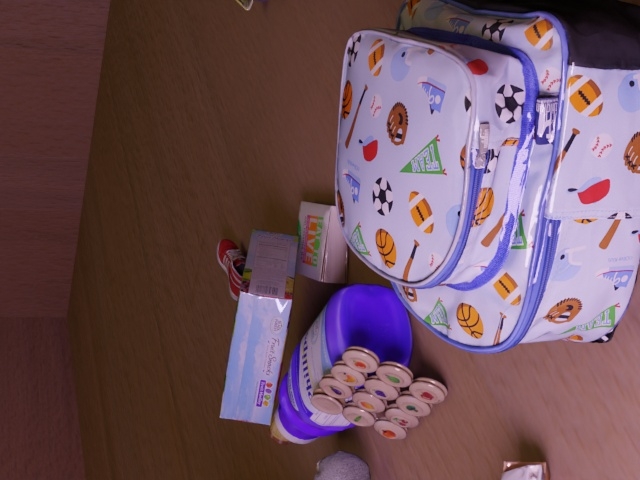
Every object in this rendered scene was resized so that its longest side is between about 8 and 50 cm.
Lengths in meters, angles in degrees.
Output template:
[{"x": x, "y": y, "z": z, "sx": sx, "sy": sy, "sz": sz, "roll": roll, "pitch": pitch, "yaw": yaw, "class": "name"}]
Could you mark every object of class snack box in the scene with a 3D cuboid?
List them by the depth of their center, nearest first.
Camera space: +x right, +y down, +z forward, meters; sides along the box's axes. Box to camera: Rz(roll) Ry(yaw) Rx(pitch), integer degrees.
[{"x": -0.074, "y": 0.103, "z": 1.519, "sx": 0.207, "sy": 0.070, "sz": 0.174, "roll": -90, "pitch": 10, "yaw": -67, "class": "snack box"}]

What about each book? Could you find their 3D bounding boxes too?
[{"x": 0.000, "y": 0.000, "z": 1.542, "sx": 0.144, "sy": 0.035, "sz": 0.096, "roll": -168, "pitch": 83, "yaw": -74, "class": "book"}]

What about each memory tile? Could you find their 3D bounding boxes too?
[{"x": 0.056, "y": 0.159, "z": 1.240, "sx": 0.012, "sy": 0.113, "sz": 0.148, "roll": -67, "pitch": 5, "yaw": -33, "class": "memory tile"}]

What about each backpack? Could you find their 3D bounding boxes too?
[{"x": 0.134, "y": -0.048, "z": 0.905, "sx": 0.276, "sy": 0.213, "sz": 0.263, "roll": -142, "pitch": 45, "yaw": -64, "class": "backpack"}]

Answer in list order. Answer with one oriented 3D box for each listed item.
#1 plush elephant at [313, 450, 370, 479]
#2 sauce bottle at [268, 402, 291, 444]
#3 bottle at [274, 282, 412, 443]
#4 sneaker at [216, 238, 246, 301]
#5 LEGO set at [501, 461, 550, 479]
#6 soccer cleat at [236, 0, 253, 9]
[{"x": -0.085, "y": 0.398, "z": 1.379, "sx": 0.255, "sy": 0.272, "sz": 0.330, "roll": 8, "pitch": 122, "yaw": 46, "class": "plush elephant"}, {"x": -0.035, "y": 0.221, "z": 1.601, "sx": 0.128, "sy": 0.042, "sz": 0.042, "roll": 113, "pitch": 152, "yaw": -46, "class": "sauce bottle"}, {"x": 0.016, "y": 0.154, "z": 1.376, "sx": 0.283, "sy": 0.092, "sz": 0.118, "roll": 123, "pitch": 146, "yaw": -57, "class": "bottle"}, {"x": -0.132, "y": 0.031, "z": 1.901, "sx": 0.067, "sy": 0.042, "sz": 0.118, "roll": 108, "pitch": 148, "yaw": -49, "class": "sneaker"}, {"x": 0.187, "y": 0.301, "z": 0.910, "sx": 0.132, "sy": 0.107, "sz": 0.287, "roll": -45, "pitch": 27, "yaw": 11, "class": "LEGO set"}, {"x": -0.132, "y": -0.418, "z": 1.877, "sx": 0.289, "sy": 0.094, "sz": 0.121, "roll": -148, "pitch": 55, "yaw": -69, "class": "soccer cleat"}]
